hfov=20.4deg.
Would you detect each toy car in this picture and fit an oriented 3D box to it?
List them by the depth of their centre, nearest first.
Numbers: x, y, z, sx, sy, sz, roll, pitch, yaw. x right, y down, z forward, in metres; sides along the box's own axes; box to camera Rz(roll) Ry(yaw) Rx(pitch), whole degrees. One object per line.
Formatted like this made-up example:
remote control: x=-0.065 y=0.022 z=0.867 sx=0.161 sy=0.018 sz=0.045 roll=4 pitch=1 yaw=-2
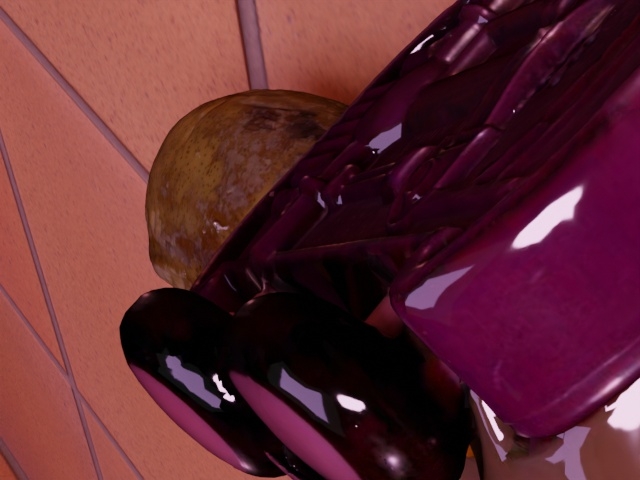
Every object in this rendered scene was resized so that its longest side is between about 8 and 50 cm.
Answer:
toy car: x=0.114 y=0.018 z=0.584 sx=0.240 sy=0.271 sz=0.340 roll=45 pitch=167 yaw=-12

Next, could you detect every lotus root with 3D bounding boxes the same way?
lotus root: x=0.002 y=-0.002 z=0.961 sx=0.278 sy=0.154 sz=0.154 roll=30 pitch=142 yaw=59
